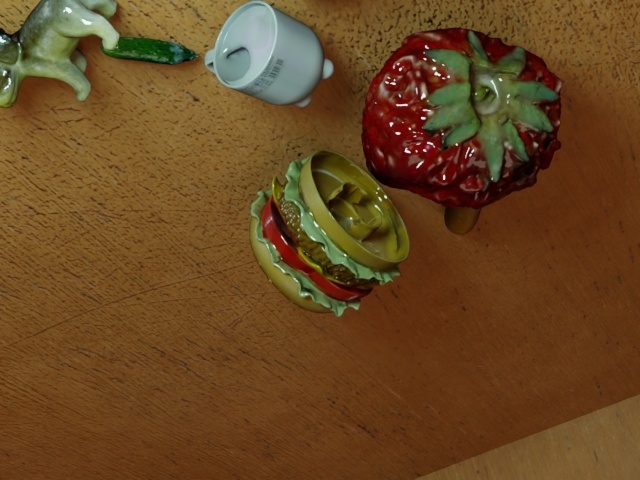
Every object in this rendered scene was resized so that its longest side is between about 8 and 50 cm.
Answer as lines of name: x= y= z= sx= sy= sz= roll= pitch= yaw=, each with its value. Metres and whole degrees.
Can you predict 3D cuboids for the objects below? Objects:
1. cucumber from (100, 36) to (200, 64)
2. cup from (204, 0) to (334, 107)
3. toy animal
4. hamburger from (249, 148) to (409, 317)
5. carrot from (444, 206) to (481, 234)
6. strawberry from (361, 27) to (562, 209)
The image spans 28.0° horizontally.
cucumber: x=-0.248 y=-0.281 z=1.904 sx=0.155 sy=0.037 sz=0.037 roll=2 pitch=144 yaw=-25
cup: x=-0.077 y=-0.258 z=1.918 sx=0.173 sy=0.134 sz=0.142 roll=-37 pitch=143 yaw=30
toy animal: x=-0.385 y=-0.271 z=1.797 sx=0.169 sy=0.121 sz=0.233 roll=28 pitch=126 yaw=-34
hamburger: x=0.000 y=0.000 z=2.224 sx=0.274 sy=0.274 sz=0.212 roll=21 pitch=129 yaw=-43
carrot: x=0.277 y=-0.087 z=2.391 sx=0.067 sy=0.067 sz=0.225 roll=-5 pitch=144 yaw=-15
strawberry: x=0.198 y=-0.188 z=2.061 sx=0.318 sy=0.295 sz=0.345 roll=-23 pitch=-175 yaw=-19
